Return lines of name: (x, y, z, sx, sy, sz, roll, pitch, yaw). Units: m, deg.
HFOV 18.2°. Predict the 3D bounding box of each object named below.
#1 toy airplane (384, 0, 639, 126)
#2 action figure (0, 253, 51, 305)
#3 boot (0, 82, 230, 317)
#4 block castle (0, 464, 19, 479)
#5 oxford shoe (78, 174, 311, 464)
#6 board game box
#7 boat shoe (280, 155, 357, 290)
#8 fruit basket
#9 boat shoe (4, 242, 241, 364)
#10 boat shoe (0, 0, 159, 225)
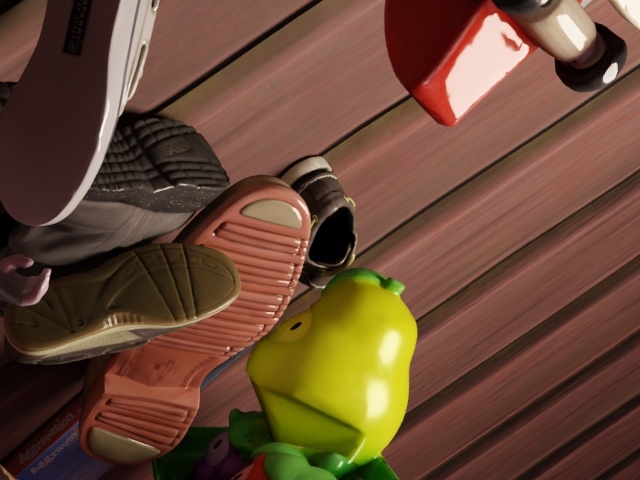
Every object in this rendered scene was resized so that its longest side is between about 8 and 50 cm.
toy airplane: (0.166, -0.320, 1.643, 0.384, 0.272, 0.386, -25, 117, -43)
action figure: (-0.396, 0.062, 1.536, 0.276, 0.248, 0.370, -47, -175, 22)
boot: (-0.250, -0.014, 1.765, 0.223, 0.118, 0.338, -43, 149, 24)
block castle: (-0.356, 0.273, 1.723, 0.213, 0.453, 0.303, -41, 155, -7)
oxford shoe: (-0.141, 0.053, 1.973, 0.140, 0.146, 0.397, 18, 130, -27)
board game box: (-0.211, 0.180, 2.210, 0.281, 0.027, 0.145, -41, 155, 10)
boat shoe: (0.000, 0.000, 2.118, 0.081, 0.068, 0.228, -31, 153, -12)
fruit basket: (-0.038, 0.211, 2.110, 0.283, 0.392, 0.392, -1, 145, -7)
boat shoe: (-0.183, 0.060, 1.810, 0.223, 0.080, 0.073, -15, 164, -24)
boat shoe: (-0.182, -0.140, 1.583, 0.088, 0.096, 0.267, 1, 103, -65)
